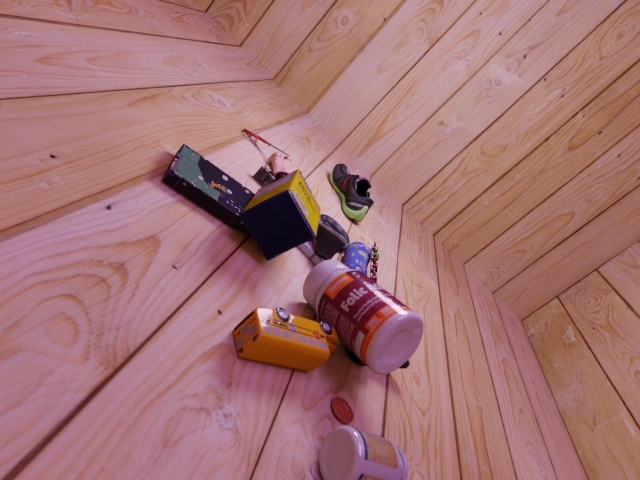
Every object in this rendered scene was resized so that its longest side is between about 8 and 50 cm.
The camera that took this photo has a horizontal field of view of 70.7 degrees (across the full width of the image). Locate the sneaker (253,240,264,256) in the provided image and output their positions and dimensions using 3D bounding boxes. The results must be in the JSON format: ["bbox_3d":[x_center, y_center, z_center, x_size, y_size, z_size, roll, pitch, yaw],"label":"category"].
[{"bbox_3d":[-0.208,0.025,1.632,0.037,0.032,0.083,9,43,-55],"label":"sneaker"}]

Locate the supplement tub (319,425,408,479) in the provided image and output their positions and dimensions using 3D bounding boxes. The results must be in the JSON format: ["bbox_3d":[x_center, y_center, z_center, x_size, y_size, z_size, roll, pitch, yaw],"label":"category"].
[{"bbox_3d":[0.112,0.561,1.137,0.200,0.144,0.144,32,26,-31],"label":"supplement tub"}]

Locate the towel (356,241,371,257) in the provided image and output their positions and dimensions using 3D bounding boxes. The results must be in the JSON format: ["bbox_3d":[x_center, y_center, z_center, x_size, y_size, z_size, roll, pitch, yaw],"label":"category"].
[{"bbox_3d":[0.228,0.051,2.347,0.119,0.029,0.067,27,29,-40],"label":"towel"}]

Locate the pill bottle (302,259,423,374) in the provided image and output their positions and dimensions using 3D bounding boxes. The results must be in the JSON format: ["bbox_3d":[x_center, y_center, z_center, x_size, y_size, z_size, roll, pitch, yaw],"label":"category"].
[{"bbox_3d":[0.125,0.233,1.489,0.224,0.224,0.392,21,11,-46],"label":"pill bottle"}]

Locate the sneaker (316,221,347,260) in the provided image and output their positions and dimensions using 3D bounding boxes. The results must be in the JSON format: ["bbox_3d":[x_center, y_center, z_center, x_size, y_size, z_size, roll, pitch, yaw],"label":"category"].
[{"bbox_3d":[0.000,0.000,1.888,0.222,0.118,0.083,29,-14,49],"label":"sneaker"}]

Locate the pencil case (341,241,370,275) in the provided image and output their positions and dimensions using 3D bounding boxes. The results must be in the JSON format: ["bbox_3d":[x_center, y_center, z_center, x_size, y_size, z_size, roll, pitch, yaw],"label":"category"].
[{"bbox_3d":[0.157,0.115,1.997,0.133,0.119,0.306,29,25,-4],"label":"pencil case"}]

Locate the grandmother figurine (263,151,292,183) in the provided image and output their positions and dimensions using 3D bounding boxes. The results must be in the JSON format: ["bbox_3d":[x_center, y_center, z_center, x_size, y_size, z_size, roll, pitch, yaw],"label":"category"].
[{"bbox_3d":[-0.175,-0.296,2.162,0.208,0.104,0.342,8,37,-13],"label":"grandmother figurine"}]

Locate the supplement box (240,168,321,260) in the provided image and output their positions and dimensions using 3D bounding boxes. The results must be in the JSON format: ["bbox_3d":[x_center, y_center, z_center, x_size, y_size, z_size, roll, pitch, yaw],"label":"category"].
[{"bbox_3d":[-0.133,-0.106,1.675,0.195,0.194,0.356,61,13,-17],"label":"supplement box"}]

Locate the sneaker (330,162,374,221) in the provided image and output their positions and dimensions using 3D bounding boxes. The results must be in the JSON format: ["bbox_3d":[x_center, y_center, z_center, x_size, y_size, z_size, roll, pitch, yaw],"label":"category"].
[{"bbox_3d":[0.204,-0.311,2.690,0.185,0.202,0.482,27,29,-39],"label":"sneaker"}]

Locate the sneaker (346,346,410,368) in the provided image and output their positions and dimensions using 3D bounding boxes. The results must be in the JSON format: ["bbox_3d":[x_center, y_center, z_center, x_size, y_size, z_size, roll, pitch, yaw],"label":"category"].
[{"bbox_3d":[0.198,0.410,1.608,0.296,0.104,0.147,35,26,-11],"label":"sneaker"}]

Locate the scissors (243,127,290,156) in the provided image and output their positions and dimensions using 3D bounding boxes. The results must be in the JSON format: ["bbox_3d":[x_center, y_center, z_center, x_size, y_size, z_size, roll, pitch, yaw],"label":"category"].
[{"bbox_3d":[-0.278,-0.496,2.292,0.297,0.021,0.109,37,10,31],"label":"scissors"}]

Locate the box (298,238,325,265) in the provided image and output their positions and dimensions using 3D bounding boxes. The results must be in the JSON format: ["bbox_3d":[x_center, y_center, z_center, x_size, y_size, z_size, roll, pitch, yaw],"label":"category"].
[{"bbox_3d":[-0.042,0.019,1.924,0.186,0.038,0.145,45,22,2],"label":"box"}]

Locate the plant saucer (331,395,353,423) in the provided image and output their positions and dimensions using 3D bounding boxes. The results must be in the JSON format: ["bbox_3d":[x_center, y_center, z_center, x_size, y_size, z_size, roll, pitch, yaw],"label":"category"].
[{"bbox_3d":[0.064,0.499,1.328,0.083,0.013,0.083,38,23,-20],"label":"plant saucer"}]

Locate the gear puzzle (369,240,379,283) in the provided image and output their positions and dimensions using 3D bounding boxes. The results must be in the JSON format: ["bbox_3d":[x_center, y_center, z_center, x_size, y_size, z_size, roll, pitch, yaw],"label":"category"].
[{"bbox_3d":[0.247,0.126,2.042,0.044,0.175,0.339,4,35,7],"label":"gear puzzle"}]

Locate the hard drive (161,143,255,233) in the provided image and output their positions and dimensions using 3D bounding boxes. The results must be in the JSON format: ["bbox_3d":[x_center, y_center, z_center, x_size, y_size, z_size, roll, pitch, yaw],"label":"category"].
[{"bbox_3d":[-0.389,-0.187,1.636,0.339,0.064,0.237,36,24,-25],"label":"hard drive"}]

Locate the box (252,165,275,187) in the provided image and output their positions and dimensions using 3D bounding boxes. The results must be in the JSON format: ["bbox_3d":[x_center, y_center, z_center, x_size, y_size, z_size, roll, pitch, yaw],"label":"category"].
[{"bbox_3d":[-0.253,-0.281,2.025,0.083,0.067,0.018,43,24,-4],"label":"box"}]

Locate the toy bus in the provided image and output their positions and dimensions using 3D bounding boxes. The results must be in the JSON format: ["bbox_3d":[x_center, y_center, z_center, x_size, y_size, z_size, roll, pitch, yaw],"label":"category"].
[{"bbox_3d":[-0.084,0.289,1.303,0.333,0.108,0.130,26,30,-40],"label":"toy bus"}]

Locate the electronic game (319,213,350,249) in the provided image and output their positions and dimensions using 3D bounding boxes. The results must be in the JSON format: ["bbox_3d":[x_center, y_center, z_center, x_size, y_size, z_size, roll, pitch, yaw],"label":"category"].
[{"bbox_3d":[0.057,-0.043,2.184,0.229,0.048,0.229,37,23,-19],"label":"electronic game"}]
